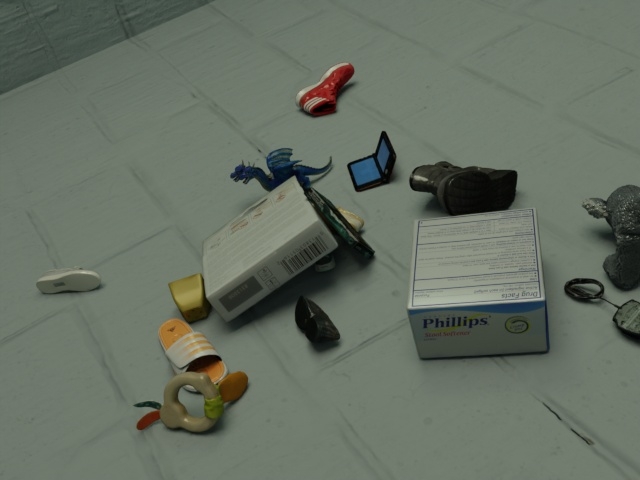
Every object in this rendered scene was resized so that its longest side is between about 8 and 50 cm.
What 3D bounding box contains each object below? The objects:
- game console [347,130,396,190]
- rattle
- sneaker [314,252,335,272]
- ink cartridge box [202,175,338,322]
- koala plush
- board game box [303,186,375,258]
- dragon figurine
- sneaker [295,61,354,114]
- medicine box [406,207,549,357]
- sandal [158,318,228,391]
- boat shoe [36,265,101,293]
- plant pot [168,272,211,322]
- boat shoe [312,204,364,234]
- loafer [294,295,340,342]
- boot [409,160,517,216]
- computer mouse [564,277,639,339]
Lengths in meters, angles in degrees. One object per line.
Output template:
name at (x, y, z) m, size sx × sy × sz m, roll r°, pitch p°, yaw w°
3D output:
game console at (0.135, -0.214, 2.195) m, size 0.085 × 0.124 × 0.144 m, roll 5°, pitch 35°, yaw -15°
rattle at (-0.271, 0.321, 1.691) m, size 0.199 × 0.130 × 0.143 m, roll -29°, pitch 18°, yaw 29°
sneaker at (0.000, 0.000, 1.980) m, size 0.065 × 0.076 × 0.166 m, roll -16°, pitch 37°, yaw -1°
ink cartridge box at (-0.138, 0.007, 1.981) m, size 0.308 × 0.091 × 0.385 m, roll -35°, pitch 21°, yaw 4°
koala plush at (0.665, -0.049, 1.719) m, size 0.196 × 0.203 × 0.221 m, roll -13°, pitch 26°, yaw 4°
board game box at (0.046, -0.040, 1.925) m, size 0.026 × 0.126 × 0.186 m, roll -43°, pitch 65°, yaw 7°
dragon figurine at (-0.093, -0.190, 2.197) m, size 0.289 × 0.144 × 0.085 m, roll -25°, pitch 39°, yaw -11°
sneaker at (0.042, -0.457, 2.549) m, size 0.221 × 0.087 × 0.128 m, roll -39°, pitch 50°, yaw -9°
medicine box at (0.325, 0.084, 1.693) m, size 0.263 × 0.149 × 0.289 m, roll -5°, pitch 39°, yaw 15°
sandal at (-0.300, 0.233, 1.801) m, size 0.102 × 0.076 × 0.265 m, roll -32°, pitch 40°, yaw -19°
boat shoe at (-0.643, 0.095, 2.122) m, size 0.184 × 0.066 × 0.063 m, roll -12°, pitch 38°, yaw 22°
plant pot at (-0.300, 0.141, 1.919) m, size 0.081 × 0.081 × 0.083 m, roll -18°, pitch 51°, yaw -2°
boat shoe at (0.036, -0.057, 2.056) m, size 0.170 × 0.063 × 0.059 m, roll 27°, pitch 42°, yaw 34°
loafer at (-0.011, 0.176, 1.794) m, size 0.061 × 0.062 × 0.170 m, roll 14°, pitch 21°, yaw -25°
boot at (0.298, -0.123, 1.930) m, size 0.222 × 0.118 × 0.338 m, roll 13°, pitch 11°, yaw 34°
computer mouse at (0.583, 0.136, 1.631) m, size 0.071 × 0.041 × 0.242 m, roll -44°, pitch 37°, yaw -7°
